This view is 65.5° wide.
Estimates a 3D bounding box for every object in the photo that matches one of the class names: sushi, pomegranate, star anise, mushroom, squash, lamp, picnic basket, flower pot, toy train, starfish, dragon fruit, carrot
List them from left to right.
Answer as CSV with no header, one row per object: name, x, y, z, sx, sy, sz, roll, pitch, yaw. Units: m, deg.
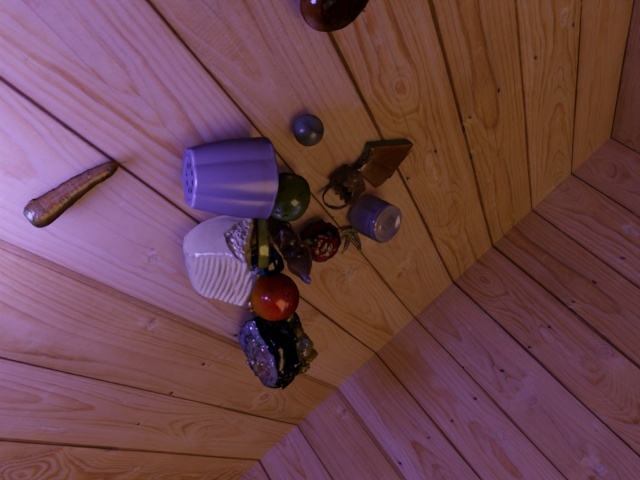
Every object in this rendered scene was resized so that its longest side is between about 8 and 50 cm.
carrot,-0.652,-0.140,1.338,0.298,0.078,0.078,-37,146,-13
flower pot,-0.281,-0.186,1.505,0.243,0.265,0.265,-6,133,-29
toy train,-0.254,0.094,1.930,0.204,0.131,0.082,-29,144,-19
squash,-0.217,0.000,1.801,0.041,0.219,0.219,-4,135,-13
pomegranate,-0.202,0.238,2.081,0.235,0.210,0.210,-23,151,19
pomegranate,-0.145,-0.161,1.742,0.224,0.181,0.181,15,119,-26
sushi,-0.170,0.459,2.220,0.285,0.328,0.328,-19,146,-31
star anise,-0.106,0.026,1.888,0.109,0.292,0.349,-25,110,6
lamp,-0.039,-0.368,1.663,0.105,0.105,0.105,-26,143,-22
dragon fruit,0.001,0.003,2.059,0.182,0.188,0.182,-2,121,-3
mushroom,0.041,-0.703,1.323,0.278,0.163,0.297,-24,143,-26
picnic basket,0.087,-0.192,1.956,0.178,0.128,0.138,-51,146,-18
starfish,0.142,-0.032,2.249,0.176,0.053,0.208,10,101,-48

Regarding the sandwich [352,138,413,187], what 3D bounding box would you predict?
sandwich,0.254,-0.346,2.015,0.245,0.063,0.212,-49,144,8

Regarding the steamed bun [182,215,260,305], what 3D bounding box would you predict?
steamed bun,-0.326,0.046,1.742,0.274,0.272,0.290,11,132,-1

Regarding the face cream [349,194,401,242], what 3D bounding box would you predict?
face cream,0.241,-0.094,2.162,0.177,0.153,0.177,-21,125,-33
